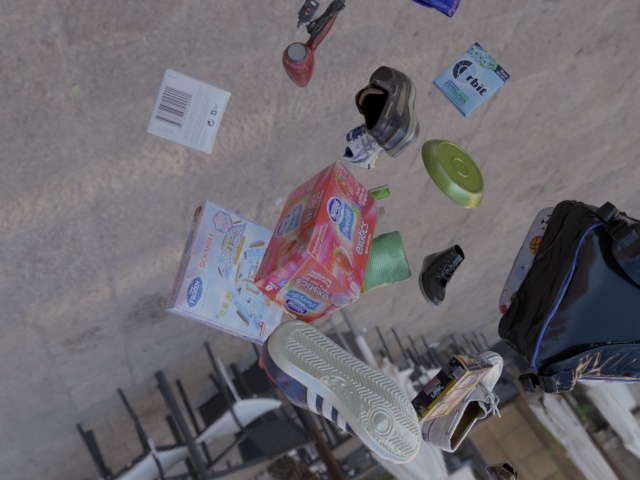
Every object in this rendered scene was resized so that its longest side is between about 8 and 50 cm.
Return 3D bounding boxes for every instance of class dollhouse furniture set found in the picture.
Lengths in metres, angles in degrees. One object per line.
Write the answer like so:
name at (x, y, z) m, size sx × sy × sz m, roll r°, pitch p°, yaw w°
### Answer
dollhouse furniture set at (0.156, 0.002, 1.847) m, size 0.197 × 0.302 × 0.151 m, roll -16°, pitch -179°, yaw -7°

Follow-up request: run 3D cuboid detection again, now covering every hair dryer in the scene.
hair dryer at (-0.008, -0.491, 1.572) m, size 0.223 × 0.080 × 0.293 m, roll -39°, pitch 169°, yaw -43°

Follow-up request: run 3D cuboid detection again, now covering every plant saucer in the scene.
plant saucer at (0.390, -0.202, 1.799) m, size 0.241 × 0.241 × 0.037 m, roll -8°, pitch 155°, yaw -46°

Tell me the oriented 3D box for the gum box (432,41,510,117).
gum box at (0.477, -0.508, 1.994) m, size 0.184 × 0.157 × 0.041 m, roll -42°, pitch 170°, yaw 5°

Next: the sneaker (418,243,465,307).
sneaker at (0.360, 0.095, 1.850) m, size 0.118 × 0.083 × 0.222 m, roll -34°, pitch -154°, yaw 31°

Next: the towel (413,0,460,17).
towel at (0.231, -0.617, 1.204) m, size 0.227 × 0.076 × 0.308 m, roll 14°, pitch 107°, yaw -39°

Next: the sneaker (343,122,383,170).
sneaker at (0.152, -0.340, 2.100) m, size 0.131 × 0.112 × 0.296 m, roll 16°, pitch 148°, yaw -2°

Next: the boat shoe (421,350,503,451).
boat shoe at (0.470, 0.487, 1.883) m, size 0.367 × 0.156 × 0.136 m, roll -39°, pitch 120°, yaw -25°

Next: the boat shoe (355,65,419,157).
boat shoe at (0.168, -0.367, 1.639) m, size 0.130 × 0.355 × 0.132 m, roll 30°, pitch 122°, yaw -28°

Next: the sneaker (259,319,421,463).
sneaker at (0.031, 0.293, 1.185) m, size 0.131 × 0.350 × 0.148 m, roll -49°, pitch -178°, yaw -39°

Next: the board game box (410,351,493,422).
board game box at (0.288, 0.324, 1.396) m, size 0.141 × 0.048 × 0.170 m, roll 7°, pitch 126°, yaw -53°

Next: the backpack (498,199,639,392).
backpack at (0.410, 0.082, 0.904) m, size 0.263 × 0.213 × 0.277 m, roll 16°, pitch 109°, yaw -15°

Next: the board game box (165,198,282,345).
board game box at (-0.234, 0.094, 1.741) m, size 0.318 × 0.319 × 0.066 m, roll 27°, pitch 152°, yaw -30°

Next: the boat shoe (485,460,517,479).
boat shoe at (0.477, 0.613, 1.633) m, size 0.066 × 0.066 × 0.183 m, roll -38°, pitch 170°, yaw 4°

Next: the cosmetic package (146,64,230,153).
cosmetic package at (-0.305, -0.310, 1.471) m, size 0.151 × 0.184 × 0.151 m, roll 18°, pitch 105°, yaw -14°

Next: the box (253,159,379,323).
box at (0.000, 0.000, 1.246) m, size 0.154 × 0.142 × 0.300 m, roll -31°, pitch -154°, yaw 34°
